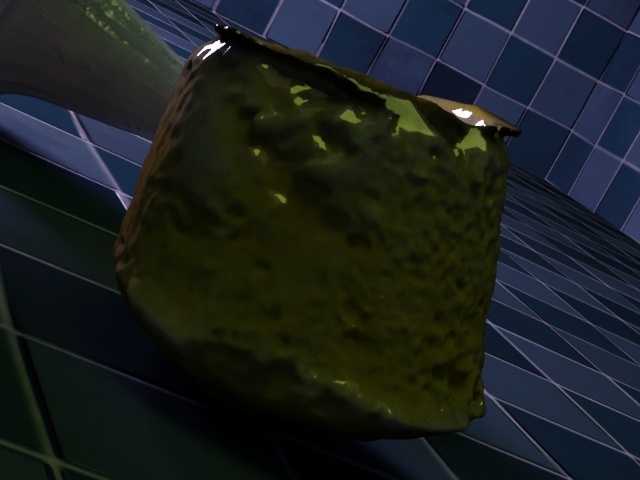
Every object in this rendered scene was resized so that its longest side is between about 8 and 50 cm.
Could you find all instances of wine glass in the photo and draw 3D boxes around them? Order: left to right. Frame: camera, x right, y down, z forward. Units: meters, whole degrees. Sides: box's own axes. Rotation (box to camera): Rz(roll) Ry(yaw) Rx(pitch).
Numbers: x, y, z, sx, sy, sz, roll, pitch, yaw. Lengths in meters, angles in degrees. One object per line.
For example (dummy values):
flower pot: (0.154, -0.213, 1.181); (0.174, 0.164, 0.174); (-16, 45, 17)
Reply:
wine glass: (-0.141, -0.115, 1.054); (0.196, 0.165, 0.165); (35, 8, -6)

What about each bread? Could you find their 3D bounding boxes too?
bread: (0.000, 0.002, 0.750); (0.197, 0.171, 0.197); (17, 4, -1)
